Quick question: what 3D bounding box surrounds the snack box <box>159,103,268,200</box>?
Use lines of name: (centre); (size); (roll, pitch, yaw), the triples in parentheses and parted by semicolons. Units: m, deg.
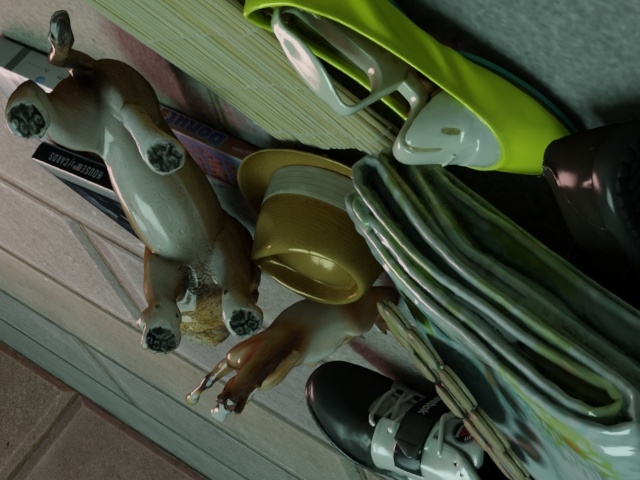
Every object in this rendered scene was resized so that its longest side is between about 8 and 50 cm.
snack box: (-0.117, -0.089, 0.964); (0.178, 0.022, 0.064); (26, 155, 26)

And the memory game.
memory game: (0.102, 0.119, 0.785); (0.186, 0.012, 0.186); (51, 177, 4)

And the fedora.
fedora: (0.000, 0.000, 0.864); (0.194, 0.079, 0.194); (24, 156, 11)

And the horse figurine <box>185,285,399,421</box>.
horse figurine: (-0.016, 0.095, 0.941); (0.066, 0.263, 0.174); (58, 149, 10)

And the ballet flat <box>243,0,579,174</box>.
ballet flat: (0.050, -0.093, 0.611); (0.231, 0.077, 0.077); (38, 159, -4)

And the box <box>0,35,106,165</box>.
box: (-0.262, -0.134, 1.076); (0.186, 0.038, 0.145); (24, 157, 28)

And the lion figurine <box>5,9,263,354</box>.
lion figurine: (-0.150, -0.046, 0.900); (0.240, 0.142, 0.392); (-109, 2, -61)

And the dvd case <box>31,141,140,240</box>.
dvd case: (-0.200, -0.024, 1.163); (0.179, 0.030, 0.238); (20, 163, 43)

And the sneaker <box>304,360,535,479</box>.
sneaker: (0.136, 0.221, 1.131); (0.330, 0.122, 0.146); (33, 141, 11)

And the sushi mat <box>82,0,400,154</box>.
sushi mat: (-0.088, -0.144, 0.696); (0.316, 0.019, 0.151); (33, 166, -36)

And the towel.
towel: (0.175, 0.123, 0.713); (0.374, 0.090, 0.320); (53, 176, -39)

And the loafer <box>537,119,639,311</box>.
loafer: (0.198, 0.008, 0.614); (0.078, 0.080, 0.220); (26, 154, 51)
